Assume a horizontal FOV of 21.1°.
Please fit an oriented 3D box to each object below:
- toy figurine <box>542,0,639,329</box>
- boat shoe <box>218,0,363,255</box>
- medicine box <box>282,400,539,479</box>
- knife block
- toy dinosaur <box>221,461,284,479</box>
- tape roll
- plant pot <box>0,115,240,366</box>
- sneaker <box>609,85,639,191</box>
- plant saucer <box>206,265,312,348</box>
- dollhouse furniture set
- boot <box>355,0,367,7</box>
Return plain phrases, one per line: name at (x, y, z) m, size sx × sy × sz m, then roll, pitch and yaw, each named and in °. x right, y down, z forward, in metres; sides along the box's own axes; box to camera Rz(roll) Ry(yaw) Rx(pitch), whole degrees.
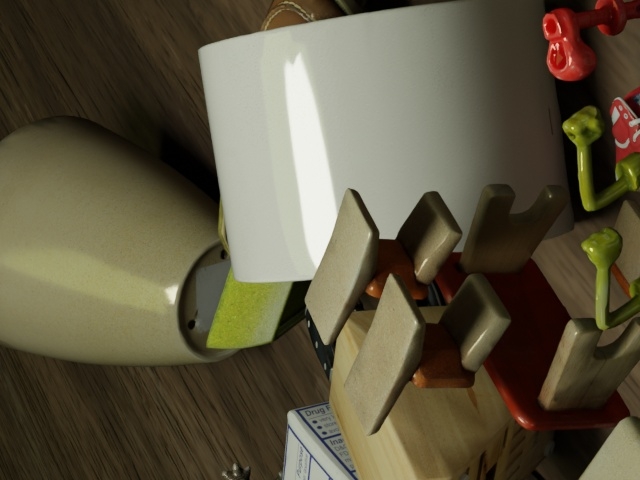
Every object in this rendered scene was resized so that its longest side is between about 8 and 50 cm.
toy figurine at (0.253, -0.122, 0.875) m, size 0.217 × 0.191 × 0.363 m, roll 7°, pitch 107°, yaw 56°
boat shoe at (-0.026, -0.086, 1.431) m, size 0.110 × 0.104 × 0.307 m, roll 36°, pitch 147°, yaw 22°
medicine box at (0.089, 0.300, 1.362) m, size 0.289 × 0.149 × 0.264 m, roll 45°, pitch 137°, yaw 48°
knife block at (0.048, 0.110, 1.287) m, size 0.242 × 0.275 × 0.088 m, roll 20°, pitch 123°, yaw 25°
toy dinosaur at (-0.020, 0.295, 1.602) m, size 0.160 × 0.121 × 0.314 m, roll -126°, pitch 39°, yaw -62°
tape roll at (0.045, -0.071, 1.211) m, size 0.246 × 0.246 × 0.169 m, roll -1°, pitch 98°, yaw 62°
plant pot at (-0.189, 0.025, 1.725) m, size 0.274 × 0.256 × 0.257 m, roll 18°, pitch 116°, yaw 42°
sneaker at (0.223, -0.066, 1.093) m, size 0.118 × 0.042 × 0.067 m, roll 8°, pitch 109°, yaw 64°
plant saucer at (0.000, 0.000, 1.415) m, size 0.045 × 0.188 × 0.188 m, roll 38°, pitch 137°, yaw 18°
dollhouse furniture set at (0.145, 0.093, 1.015) m, size 0.259 × 0.262 × 0.135 m, roll 63°, pitch 142°, yaw 42°
boot at (0.027, -0.236, 1.368) m, size 0.213 × 0.077 × 0.165 m, roll -121°, pitch 34°, yaw -43°
